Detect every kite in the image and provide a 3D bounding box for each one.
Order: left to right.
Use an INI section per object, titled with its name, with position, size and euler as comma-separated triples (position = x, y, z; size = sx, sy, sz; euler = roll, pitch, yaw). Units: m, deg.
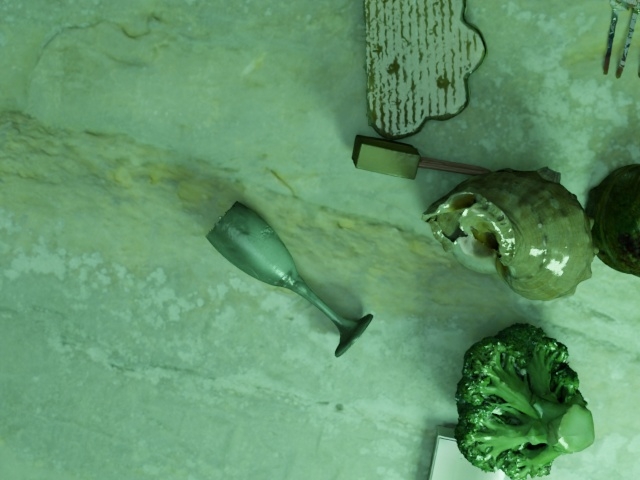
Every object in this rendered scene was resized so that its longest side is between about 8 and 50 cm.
[kite]
position = 0.513, -0.372, 1.608
size = 0.127, 0.016, 0.229
euler = 9, 102, 7

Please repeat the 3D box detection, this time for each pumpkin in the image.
[pumpkin]
position = 0.546, 0.020, 1.627
size = 0.278, 0.111, 0.163
euler = 40, 115, -2

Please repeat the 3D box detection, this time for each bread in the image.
[bread]
position = 0.168, -0.306, 1.635
size = 0.207, 0.056, 0.287
euler = 3, 102, 9

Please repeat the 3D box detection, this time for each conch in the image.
[conch]
position = 0.293, -0.028, 1.602
size = 0.263, 0.324, 0.186
euler = -1, 60, 38

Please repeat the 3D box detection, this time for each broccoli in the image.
[broccoli]
position = 0.332, 0.274, 1.635
size = 0.270, 0.270, 0.270
euler = -3, 97, -22

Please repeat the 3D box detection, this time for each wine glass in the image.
[wine glass]
position = 0.000, 0.000, 1.724
size = 0.309, 0.096, 0.264
euler = 42, 85, -3

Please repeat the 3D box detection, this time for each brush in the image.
[brush]
position = 0.170, -0.126, 1.655
size = 0.233, 0.103, 0.047
euler = 10, 104, -6

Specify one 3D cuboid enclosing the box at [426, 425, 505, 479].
[box]
position = 0.260, 0.408, 1.778
size = 0.130, 0.051, 0.129
euler = 10, 102, 3
